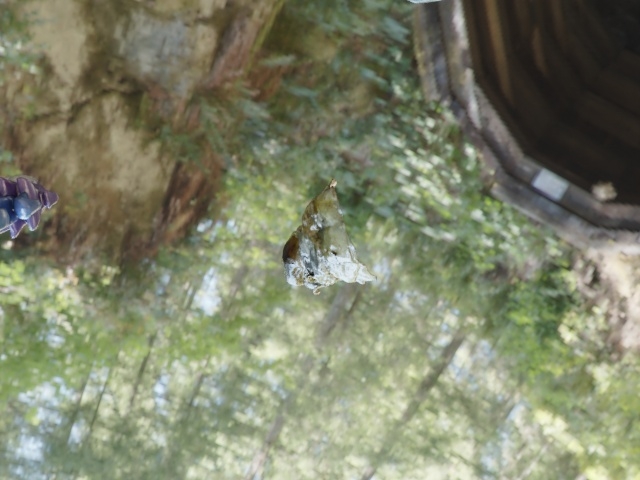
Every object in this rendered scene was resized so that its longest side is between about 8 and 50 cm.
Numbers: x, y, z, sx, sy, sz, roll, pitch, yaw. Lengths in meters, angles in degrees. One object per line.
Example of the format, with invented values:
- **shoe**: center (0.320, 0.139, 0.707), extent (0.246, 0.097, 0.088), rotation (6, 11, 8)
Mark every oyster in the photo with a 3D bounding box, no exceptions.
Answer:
- **oyster**: center (0.002, 0.016, 1.547), extent (0.107, 0.232, 0.161), rotation (-11, -107, -13)

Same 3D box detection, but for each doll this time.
- **doll**: center (-0.340, -0.031, 1.068), extent (0.110, 0.067, 0.206), rotation (-6, -167, 8)

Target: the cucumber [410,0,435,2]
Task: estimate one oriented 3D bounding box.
- **cucumber**: center (0.103, -0.216, 0.716), extent (0.078, 0.062, 0.211), rotation (22, -134, 17)
